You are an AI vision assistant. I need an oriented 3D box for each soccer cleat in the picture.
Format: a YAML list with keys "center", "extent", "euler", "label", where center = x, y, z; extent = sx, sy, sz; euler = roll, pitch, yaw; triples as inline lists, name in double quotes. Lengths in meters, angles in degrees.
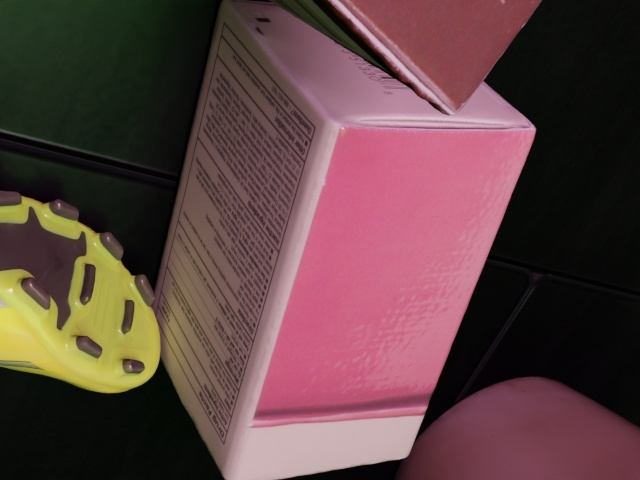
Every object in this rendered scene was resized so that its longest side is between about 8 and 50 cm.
- center: [-0.209, 0.022, 0.615]
  extent: [0.121, 0.093, 0.289]
  euler: [-25, 146, 31]
  label: "soccer cleat"

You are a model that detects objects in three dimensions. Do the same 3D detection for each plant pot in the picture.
- center: [0.199, 0.261, 0.880]
  extent: [0.323, 0.280, 0.323]
  euler: [-16, 131, -19]
  label: "plant pot"

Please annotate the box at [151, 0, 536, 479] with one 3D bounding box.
- center: [0.000, 0.000, 0.657]
  extent: [0.126, 0.148, 0.232]
  euler: [-2, 125, -30]
  label: "box"

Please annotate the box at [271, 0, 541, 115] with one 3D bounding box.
- center: [0.072, -0.261, 0.423]
  extent: [0.381, 0.191, 0.143]
  euler: [-53, 142, 1]
  label: "box"
